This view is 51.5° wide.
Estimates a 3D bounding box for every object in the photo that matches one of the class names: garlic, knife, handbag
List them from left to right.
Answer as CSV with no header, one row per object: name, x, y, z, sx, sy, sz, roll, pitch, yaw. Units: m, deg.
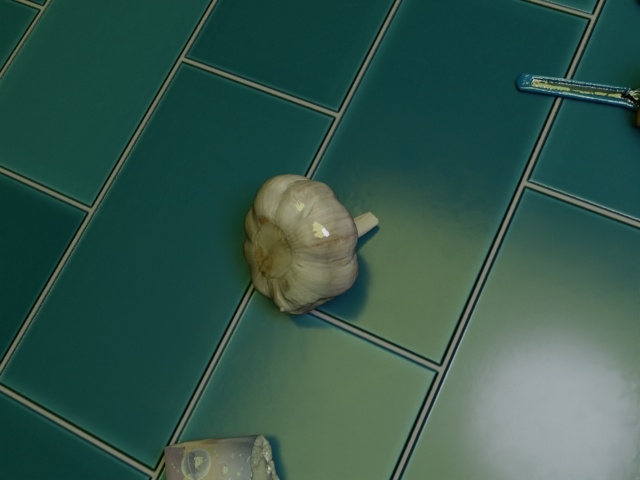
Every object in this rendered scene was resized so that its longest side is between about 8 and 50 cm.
handbag,-0.137,0.349,0.973,0.173,0.095,0.117,-10,77,14
garlic,0.000,0.000,1.037,0.212,0.218,0.218,-16,64,-40
knife,0.473,-0.237,1.090,0.297,0.026,0.044,11,87,12

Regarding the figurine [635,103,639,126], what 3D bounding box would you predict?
figurine,0.585,-0.182,0.978,0.215,0.215,0.228,-42,63,-5
